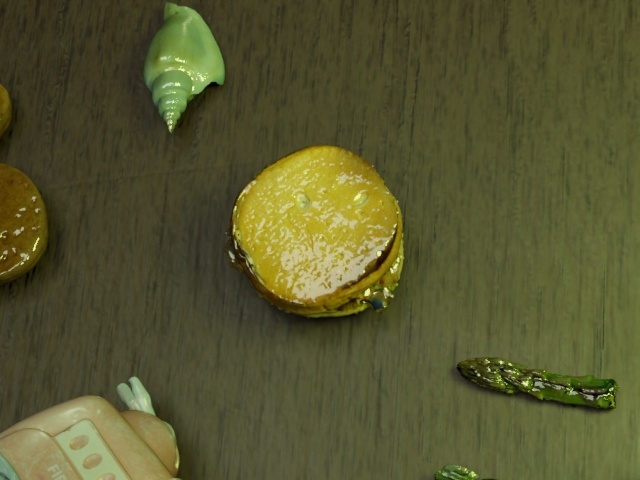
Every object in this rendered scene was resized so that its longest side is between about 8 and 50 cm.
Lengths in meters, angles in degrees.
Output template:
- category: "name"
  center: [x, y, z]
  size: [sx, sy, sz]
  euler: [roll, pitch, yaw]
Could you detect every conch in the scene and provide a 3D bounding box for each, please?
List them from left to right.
- category: "conch"
  center: [-0.156, -0.196, 1.526]
  size: [0.088, 0.065, 0.180]
  euler: [-3, 63, 10]

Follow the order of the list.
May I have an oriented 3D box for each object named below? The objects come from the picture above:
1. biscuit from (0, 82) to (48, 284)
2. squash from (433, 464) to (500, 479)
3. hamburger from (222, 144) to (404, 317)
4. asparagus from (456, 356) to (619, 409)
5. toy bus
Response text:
- category: "biscuit"
  center: [-0.478, -0.089, 1.543]
  size: [0.432, 0.064, 0.283]
  euler: [36, 72, 17]
- category: "squash"
  center: [0.220, 0.339, 1.286]
  size: [0.080, 0.071, 0.318]
  euler: [-31, 70, -1]
- category: "hamburger"
  center: [-0.008, -0.003, 1.412]
  size: [0.191, 0.118, 0.182]
  euler: [-11, 67, 2]
- category: "asparagus"
  center: [0.218, 0.143, 1.373]
  size: [0.165, 0.030, 0.036]
  euler: [11, 98, 11]
- category: "toy bus"
  center: [-0.211, 0.288, 1.318]
  size: [0.231, 0.197, 0.294]
  euler: [-34, 68, -14]
